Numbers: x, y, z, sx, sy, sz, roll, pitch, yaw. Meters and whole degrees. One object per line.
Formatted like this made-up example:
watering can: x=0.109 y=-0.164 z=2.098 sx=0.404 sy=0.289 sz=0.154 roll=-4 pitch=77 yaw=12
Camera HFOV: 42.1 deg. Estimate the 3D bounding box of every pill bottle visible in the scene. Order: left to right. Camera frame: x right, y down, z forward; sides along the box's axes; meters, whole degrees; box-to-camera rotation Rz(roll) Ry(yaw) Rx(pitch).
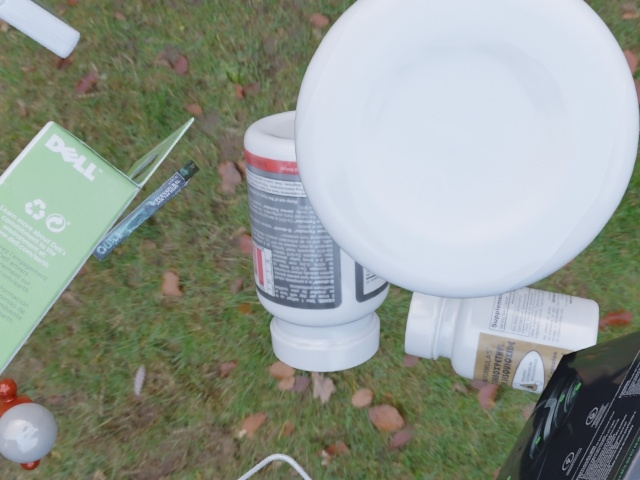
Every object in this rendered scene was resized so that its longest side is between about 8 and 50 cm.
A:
pill bottle: x=0.000 y=0.000 z=1.252 sx=0.210 sy=0.210 sz=0.363 roll=-2 pitch=113 yaw=-1
pill bottle: x=0.119 y=-0.120 z=0.725 sx=0.229 sy=0.407 sz=0.229 roll=2 pitch=107 yaw=8
pill bottle: x=0.232 y=0.121 z=1.077 sx=0.229 sy=0.131 sz=0.131 roll=10 pitch=87 yaw=14

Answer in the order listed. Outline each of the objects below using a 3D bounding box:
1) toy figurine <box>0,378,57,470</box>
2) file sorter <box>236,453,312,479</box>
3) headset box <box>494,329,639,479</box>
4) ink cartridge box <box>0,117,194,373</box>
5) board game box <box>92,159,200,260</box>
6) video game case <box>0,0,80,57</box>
toy figurine: x=-0.393 y=0.220 z=0.827 sx=0.209 sy=0.148 sz=0.213 roll=34 pitch=73 yaw=-23
file sorter: x=-0.090 y=0.428 z=1.026 sx=0.193 sy=0.277 sz=0.173 roll=-41 pitch=92 yaw=21
headset box: x=0.198 y=0.198 z=0.557 sx=0.131 sy=0.283 sz=0.246 roll=32 pitch=76 yaw=5
ink cartridge box: x=-0.167 y=0.001 z=0.466 sx=0.062 sy=0.109 sz=0.209 roll=39 pitch=63 yaw=-17
board game box: x=-0.273 y=-0.050 z=1.307 sx=0.186 sy=0.126 sz=0.026 roll=-40 pitch=100 yaw=9
video game case: x=-0.416 y=-0.315 z=0.918 sx=0.300 sy=0.329 sz=0.036 roll=33 pitch=94 yaw=-27
